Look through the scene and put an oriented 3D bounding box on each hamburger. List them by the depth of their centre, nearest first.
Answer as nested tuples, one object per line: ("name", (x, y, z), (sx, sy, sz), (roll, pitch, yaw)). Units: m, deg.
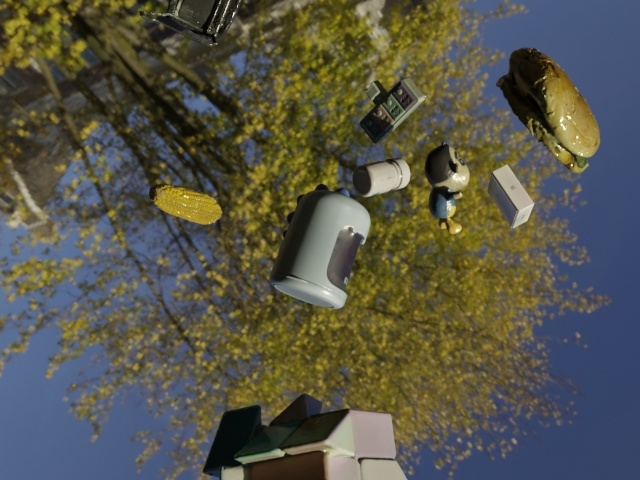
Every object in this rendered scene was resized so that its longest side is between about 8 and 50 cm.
("hamburger", (0.507, -0.291, 1.552), (0.134, 0.285, 0.265), (-44, -142, 21))

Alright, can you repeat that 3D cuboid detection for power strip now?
("power strip", (0.196, -0.407, 2.110), (0.216, 0.145, 0.061), (-41, 173, 40))

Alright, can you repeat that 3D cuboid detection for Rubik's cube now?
("Rubik's cube", (-0.030, 0.467, 1.298), (0.387, 0.368, 0.358), (-42, -134, 45))

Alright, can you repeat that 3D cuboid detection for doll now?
("doll", (0.254, -0.108, 1.408), (0.089, 0.179, 0.102), (-14, -164, -10))

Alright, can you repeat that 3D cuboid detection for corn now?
("corn", (-0.394, -0.107, 2.104), (0.097, 0.262, 0.097), (-11, -107, 37))

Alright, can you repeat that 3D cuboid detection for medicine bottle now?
("medicine bottle", (0.192, -0.201, 2.262), (0.168, 0.105, 0.105), (-17, -161, -36))

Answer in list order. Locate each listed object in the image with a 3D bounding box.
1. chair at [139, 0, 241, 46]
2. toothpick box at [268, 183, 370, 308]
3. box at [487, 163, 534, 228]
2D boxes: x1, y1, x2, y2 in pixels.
("chair", (-0.222, -0.446, 1.313), (0.221, 0.145, 0.140), (-89, -156, -76))
("toothpick box", (0.000, 0.000, 2.127), (0.263, 0.263, 0.354), (7, -109, 47))
("box", (0.500, -0.115, 1.885), (0.051, 0.130, 0.129), (-29, -110, -2))
